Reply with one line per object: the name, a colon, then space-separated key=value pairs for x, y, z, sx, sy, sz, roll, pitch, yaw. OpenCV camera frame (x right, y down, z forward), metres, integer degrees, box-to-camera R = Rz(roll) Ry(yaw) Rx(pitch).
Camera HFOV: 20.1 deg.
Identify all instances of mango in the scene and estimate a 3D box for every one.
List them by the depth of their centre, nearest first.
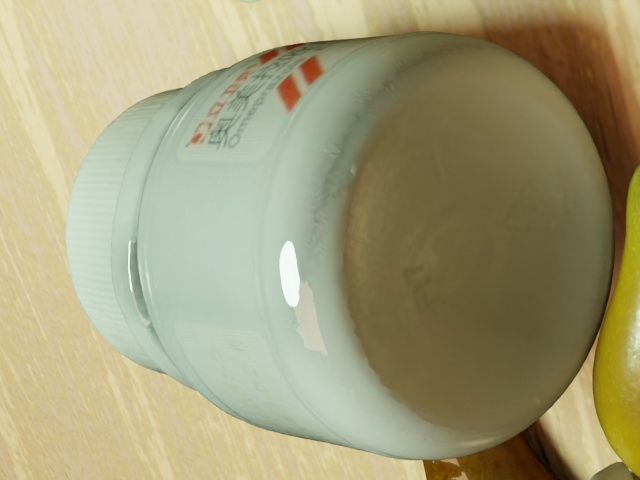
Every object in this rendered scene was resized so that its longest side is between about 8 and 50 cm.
mango: x=0.221 y=0.047 z=1.040 sx=0.099 sy=0.136 sz=0.227 roll=-127 pitch=26 yaw=-58

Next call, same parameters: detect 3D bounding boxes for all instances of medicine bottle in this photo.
medicine bottle: x=0.000 y=0.000 z=1.116 sx=0.306 sy=0.245 sz=0.245 roll=3 pitch=125 yaw=54

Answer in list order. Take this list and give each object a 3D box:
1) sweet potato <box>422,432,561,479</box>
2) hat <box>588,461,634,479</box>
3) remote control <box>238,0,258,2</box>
sweet potato: x=0.144 y=0.222 z=1.293 sx=0.359 sy=0.112 sz=0.112 roll=53 pitch=143 yaw=-12
hat: x=0.269 y=0.275 z=1.170 sx=0.168 sy=0.258 sz=0.301 roll=-32 pitch=80 yaw=27
remote control: x=-0.075 y=-0.253 z=1.131 sx=0.078 sy=0.042 sz=0.221 roll=4 pitch=124 yaw=44
